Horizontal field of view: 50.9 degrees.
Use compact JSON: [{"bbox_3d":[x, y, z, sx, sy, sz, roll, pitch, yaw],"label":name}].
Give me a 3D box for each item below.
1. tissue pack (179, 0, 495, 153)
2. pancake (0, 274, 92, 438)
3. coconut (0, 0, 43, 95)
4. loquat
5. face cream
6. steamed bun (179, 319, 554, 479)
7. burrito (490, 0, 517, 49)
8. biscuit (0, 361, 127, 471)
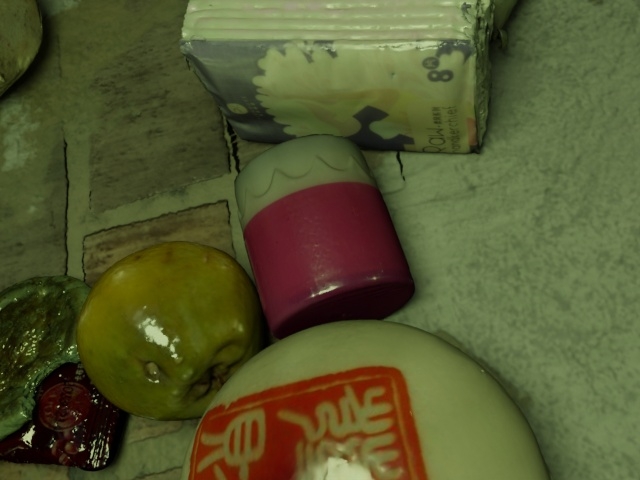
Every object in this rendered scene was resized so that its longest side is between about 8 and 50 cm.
[{"bbox_3d":[0.033,-0.208,0.826,0.344,0.242,0.125,6,71,16],"label":"tissue pack"},{"bbox_3d":[-0.398,0.141,0.875,0.254,0.037,0.253,-14,47,16],"label":"pancake"},{"bbox_3d":[-0.614,-0.354,1.008,0.353,0.352,0.352,-5,69,12],"label":"coconut"},{"bbox_3d":[-0.182,0.094,0.795,0.213,0.213,0.246,-49,49,-6],"label":"loquat"},{"bbox_3d":[0.000,0.000,0.792,0.175,0.175,0.194,-21,66,6],"label":"face cream"},{"bbox_3d":[0.024,0.259,0.631,0.375,0.241,0.374,-4,81,23],"label":"steamed bun"},{"bbox_3d":[0.242,-0.414,0.928,0.175,0.107,0.347,18,73,35],"label":"burrito"},{"bbox_3d":[-0.360,0.227,0.861,0.236,0.063,0.151,-10,56,15],"label":"biscuit"}]
